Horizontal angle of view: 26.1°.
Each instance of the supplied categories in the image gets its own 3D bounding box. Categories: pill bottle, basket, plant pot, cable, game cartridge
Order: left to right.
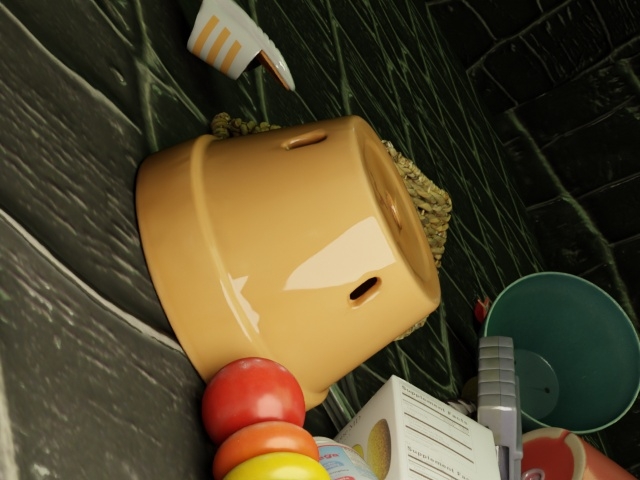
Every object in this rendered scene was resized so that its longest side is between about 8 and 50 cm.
[{"bbox_3d":[-0.015,0.012,1.320,0.291,0.203,0.291,60,15,-28],"label":"plant pot"},{"bbox_3d":[0.000,0.000,1.624,0.299,0.223,0.214,30,72,-68],"label":"basket"},{"bbox_3d":[0.013,0.233,1.240,0.087,0.087,0.160,62,-7,-17],"label":"pill bottle"},{"bbox_3d":[0.039,0.239,1.519,0.287,0.072,0.139,54,35,2],"label":"cable"},{"bbox_3d":[0.225,0.322,1.733,0.230,0.068,0.355,-59,149,-68],"label":"game cartridge"},{"bbox_3d":[0.390,0.226,2.429,0.195,0.290,0.290,122,-47,-61],"label":"plant pot"},{"bbox_3d":[0.363,0.416,1.995,0.243,0.275,0.275,48,21,-26],"label":"plant pot"}]

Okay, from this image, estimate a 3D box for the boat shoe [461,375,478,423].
[{"bbox_3d":[0.260,0.283,2.215,0.153,0.056,0.048,-95,166,-49],"label":"boat shoe"}]

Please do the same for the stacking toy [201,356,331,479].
[{"bbox_3d":[-0.028,0.225,1.095,0.141,0.141,0.330,53,16,-44],"label":"stacking toy"}]

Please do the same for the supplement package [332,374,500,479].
[{"bbox_3d":[0.088,0.274,1.336,0.133,0.139,0.244,31,26,-19],"label":"supplement package"}]

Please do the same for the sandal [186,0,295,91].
[{"bbox_3d":[-0.134,-0.255,1.602,0.265,0.076,0.102,47,-2,6],"label":"sandal"}]

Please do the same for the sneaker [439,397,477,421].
[{"bbox_3d":[0.136,0.281,1.710,0.281,0.106,0.163,15,67,-71],"label":"sneaker"}]

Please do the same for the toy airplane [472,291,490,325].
[{"bbox_3d":[0.327,0.169,2.692,0.151,0.028,0.151,58,18,-31],"label":"toy airplane"}]
